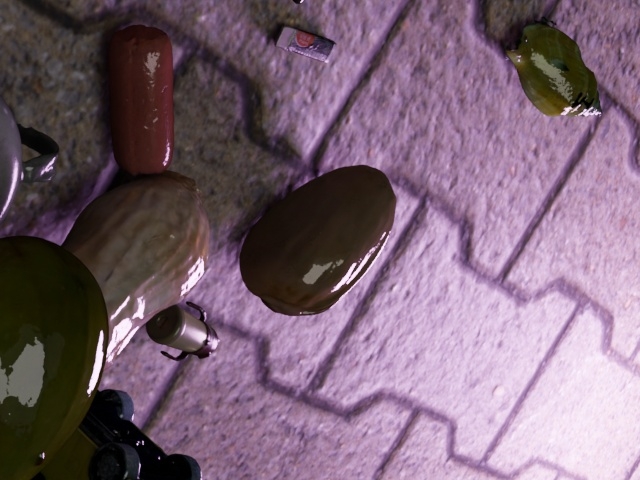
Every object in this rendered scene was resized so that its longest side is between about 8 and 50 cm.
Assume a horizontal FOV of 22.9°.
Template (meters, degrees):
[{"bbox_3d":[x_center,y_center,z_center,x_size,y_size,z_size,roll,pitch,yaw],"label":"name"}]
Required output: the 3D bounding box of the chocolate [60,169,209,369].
[{"bbox_3d":[-0.208,0.041,1.526,0.309,0.134,0.134,-51,148,-42],"label":"chocolate"}]

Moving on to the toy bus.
[{"bbox_3d":[-0.224,0.248,1.587,0.128,0.262,0.150,19,104,-52],"label":"toy bus"}]

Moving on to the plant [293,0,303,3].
[{"bbox_3d":[0.063,-0.403,1.504,0.333,0.180,0.251,-49,130,-9],"label":"plant"}]

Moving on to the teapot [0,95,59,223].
[{"bbox_3d":[-0.349,-0.065,1.329,0.294,0.129,0.193,-12,127,-46],"label":"teapot"}]

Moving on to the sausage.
[{"bbox_3d":[-0.172,-0.132,1.527,0.062,0.062,0.154,-26,133,-35],"label":"sausage"}]

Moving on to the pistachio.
[{"bbox_3d":[0.000,0.000,1.783,0.206,0.131,0.129,-46,-173,-22],"label":"pistachio"}]

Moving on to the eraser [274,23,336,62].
[{"bbox_3d":[-0.015,-0.209,1.684,0.099,0.019,0.027,11,108,-50],"label":"eraser"}]

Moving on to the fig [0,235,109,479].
[{"bbox_3d":[-0.265,0.113,1.304,0.203,0.203,0.225,2,76,-49],"label":"fig"}]

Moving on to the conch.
[{"bbox_3d":[0.297,-0.211,1.996,0.201,0.080,0.095,52,57,-43],"label":"conch"}]

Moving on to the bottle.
[{"bbox_3d":[-0.150,0.103,1.745,0.063,0.047,0.101,-40,149,11],"label":"bottle"}]
